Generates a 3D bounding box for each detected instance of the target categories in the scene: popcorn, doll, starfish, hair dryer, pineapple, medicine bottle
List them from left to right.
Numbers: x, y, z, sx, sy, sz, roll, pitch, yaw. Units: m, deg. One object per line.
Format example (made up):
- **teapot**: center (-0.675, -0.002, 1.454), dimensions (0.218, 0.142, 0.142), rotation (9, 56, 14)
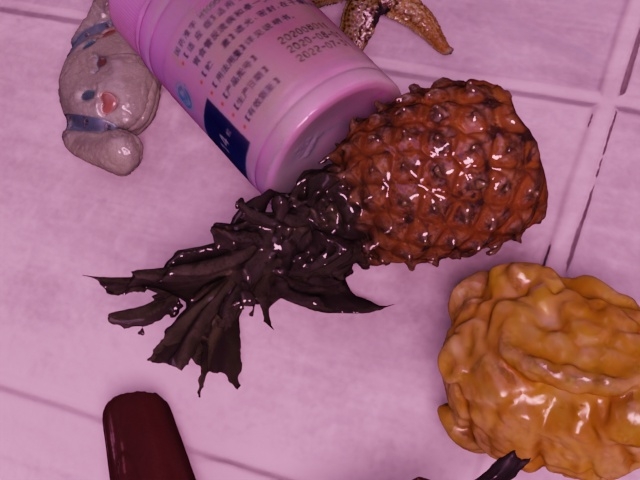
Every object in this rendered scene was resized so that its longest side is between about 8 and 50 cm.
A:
- **doll**: center (-0.208, -0.156, 1.113), dimensions (0.104, 0.071, 0.214), rotation (-12, 65, 17)
- **medicine bottle**: center (-0.063, -0.163, 1.011), dimensions (0.152, 0.152, 0.254), rotation (-39, 65, -7)
- **hair dryer**: center (-0.016, 0.192, 0.806), dimensions (0.340, 0.123, 0.312), rotation (-31, 48, 16)
- **pineapple**: center (0.000, 0.000, 0.910), dimensions (0.365, 0.165, 0.165), rotation (-28, 58, -4)
- **starfish**: center (0.063, -0.232, 1.091), dimensions (0.176, 0.053, 0.208), rotation (36, 80, 16)
- **popcorn**: center (0.168, 0.096, 0.828), dimensions (0.163, 0.140, 0.194), rotation (-39, 57, -13)
